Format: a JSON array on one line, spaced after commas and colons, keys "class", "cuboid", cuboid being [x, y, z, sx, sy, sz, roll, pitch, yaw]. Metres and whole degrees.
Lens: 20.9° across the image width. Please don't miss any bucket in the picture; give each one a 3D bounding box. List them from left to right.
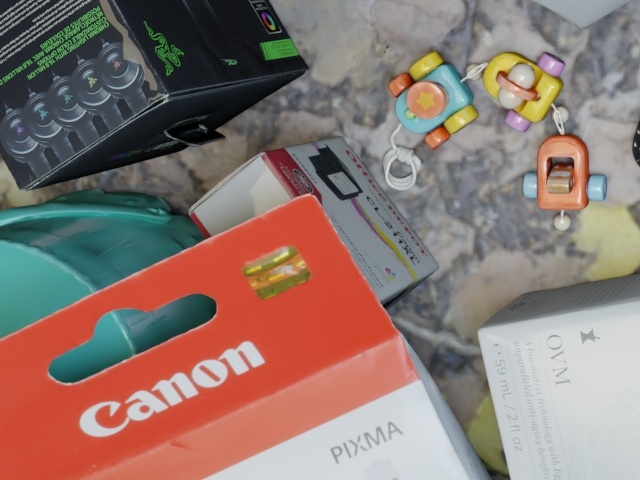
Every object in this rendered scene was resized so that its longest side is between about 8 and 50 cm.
[{"class": "bucket", "cuboid": [-0.198, 0.103, 1.293, 0.281, 0.183, 0.281, 3, 98, 20]}]

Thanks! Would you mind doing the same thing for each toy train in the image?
[{"class": "toy train", "cuboid": [0.118, -0.072, 1.219, 0.166, 0.046, 0.125, 7, 101, 19]}]

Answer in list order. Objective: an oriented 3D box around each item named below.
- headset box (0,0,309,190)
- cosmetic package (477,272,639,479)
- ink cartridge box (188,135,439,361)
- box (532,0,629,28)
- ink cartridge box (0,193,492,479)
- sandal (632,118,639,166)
[{"class": "headset box", "cuboid": [-0.159, -0.181, 1.197, 0.131, 0.246, 0.283, -30, 87, 23]}, {"class": "cosmetic package", "cuboid": [0.248, 0.135, 1.156, 0.224, 0.138, 0.224, -12, 94, 21]}, {"class": "ink cartridge box", "cuboid": [0.000, 0.000, 1.207, 0.072, 0.175, 0.127, -39, 85, 19]}, {"class": "box", "cuboid": [0.231, -0.302, 1.031, 0.345, 0.215, 0.168, -31, 70, 22]}, {"class": "ink cartridge box", "cuboid": [-0.050, 0.189, 1.144, 0.308, 0.091, 0.385, -25, 125, 9]}, {"class": "sandal", "cuboid": [0.260, -0.124, 1.167, 0.067, 0.040, 0.179, 30, 122, 19]}]
